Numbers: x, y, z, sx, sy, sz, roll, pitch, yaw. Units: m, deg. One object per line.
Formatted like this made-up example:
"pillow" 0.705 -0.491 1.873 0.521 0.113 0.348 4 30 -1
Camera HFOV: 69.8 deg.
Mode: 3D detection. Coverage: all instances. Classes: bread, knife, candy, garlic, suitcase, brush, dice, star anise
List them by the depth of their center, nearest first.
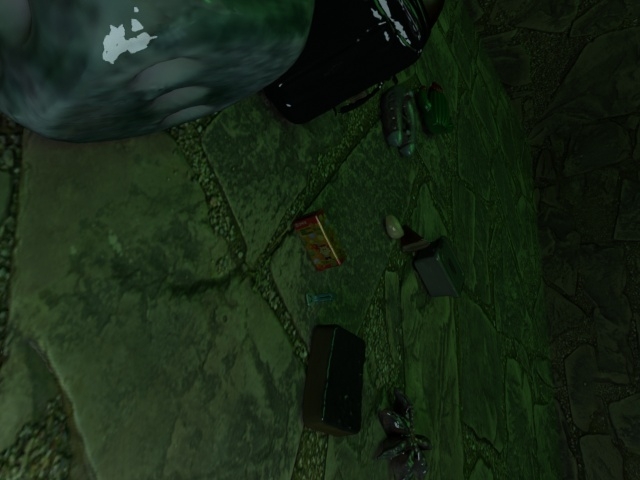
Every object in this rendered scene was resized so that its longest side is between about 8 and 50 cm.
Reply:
"dice" -0.231 -0.322 0.541 0.348 0.328 0.330 -28 100 -54
"brush" 0.032 0.270 0.894 0.123 0.059 0.197 35 50 -39
"suitcase" 0.011 -0.423 0.896 0.339 0.345 0.188 52 38 -26
"candy" 0.000 0.000 0.955 0.122 0.062 0.038 62 35 -15
"knife" 0.002 0.119 0.956 0.096 0.010 0.027 2 76 -53
"star anise" 0.193 0.462 1.034 0.172 0.063 0.208 -43 112 -50
"garlic" 0.207 -0.032 1.270 0.083 0.041 0.053 39 35 -50
"bread" 0.260 0.003 1.316 0.043 0.109 0.062 37 93 -35

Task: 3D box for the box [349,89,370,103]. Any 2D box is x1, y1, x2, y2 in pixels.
"box" 0.092 -0.414 1.249 0.083 0.053 0.024 52 40 -30

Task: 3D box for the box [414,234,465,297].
"box" 0.353 0.084 1.373 0.172 0.093 0.124 60 38 -18

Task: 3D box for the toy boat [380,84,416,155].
"toy boat" 0.261 -0.386 1.440 0.155 0.085 0.227 20 62 -48

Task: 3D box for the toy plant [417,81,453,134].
"toy plant" 0.420 -0.500 1.700 0.155 0.088 0.240 -1 70 -39

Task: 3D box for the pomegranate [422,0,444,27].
"pomegranate" 0.217 -0.716 1.355 0.291 0.291 0.323 46 33 -33
